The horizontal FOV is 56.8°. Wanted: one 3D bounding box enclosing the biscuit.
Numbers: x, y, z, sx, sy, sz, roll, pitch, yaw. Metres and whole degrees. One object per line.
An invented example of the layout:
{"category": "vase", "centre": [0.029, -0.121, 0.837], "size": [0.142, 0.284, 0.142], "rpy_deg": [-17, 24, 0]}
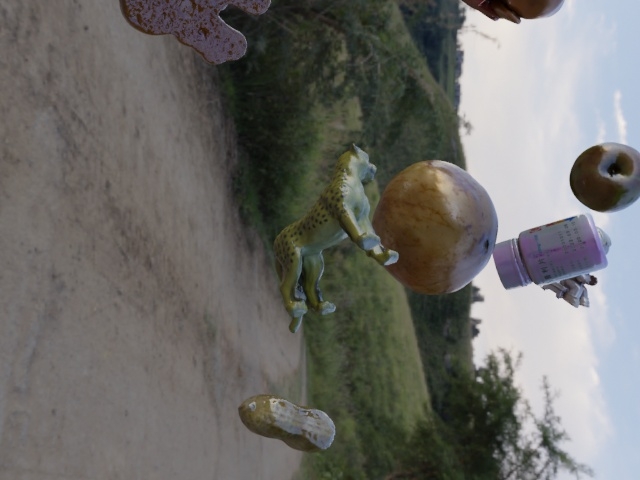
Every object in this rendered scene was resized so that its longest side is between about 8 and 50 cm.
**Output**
{"category": "biscuit", "centre": [-0.255, -0.453, 1.055], "size": [0.202, 0.334, 0.047], "rpy_deg": [-61, -143, 18]}

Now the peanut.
{"category": "peanut", "centre": [-0.063, 0.338, 1.100], "size": [0.089, 0.193, 0.089], "rpy_deg": [-53, -160, 28]}

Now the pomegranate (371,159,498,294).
{"category": "pomegranate", "centre": [0.203, -0.024, 1.077], "size": [0.248, 0.248, 0.248], "rpy_deg": [-1, 90, -89]}

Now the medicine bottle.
{"category": "medicine bottle", "centre": [0.580, 0.034, 1.508], "size": [0.152, 0.255, 0.152], "rpy_deg": [46, 33, -42]}

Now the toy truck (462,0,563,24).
{"category": "toy truck", "centre": [0.381, -0.563, 1.224], "size": [0.189, 0.265, 0.239], "rpy_deg": [-54, -161, 22]}

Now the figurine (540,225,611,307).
{"category": "figurine", "centre": [0.767, 0.060, 1.739], "size": [0.256, 0.182, 0.144], "rpy_deg": [-68, -159, 9]}

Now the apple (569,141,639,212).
{"category": "apple", "centre": [0.361, -0.079, 0.743], "size": [0.074, 0.090, 0.089], "rpy_deg": [20, 68, -63]}

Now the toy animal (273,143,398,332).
{"category": "toy animal", "centre": [0.000, 0.000, 0.642], "size": [0.181, 0.073, 0.136], "rpy_deg": [-46, -131, 29]}
